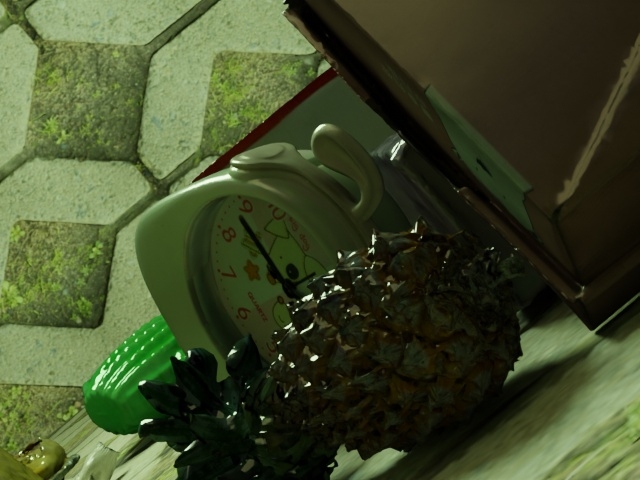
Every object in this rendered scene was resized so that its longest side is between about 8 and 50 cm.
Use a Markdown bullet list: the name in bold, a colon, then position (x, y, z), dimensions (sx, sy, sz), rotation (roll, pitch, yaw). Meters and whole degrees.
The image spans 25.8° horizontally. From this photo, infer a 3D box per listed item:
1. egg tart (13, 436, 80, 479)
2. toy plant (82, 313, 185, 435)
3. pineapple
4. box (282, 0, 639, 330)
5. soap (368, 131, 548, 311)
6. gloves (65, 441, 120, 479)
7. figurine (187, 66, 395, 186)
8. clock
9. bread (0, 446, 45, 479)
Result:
- **egg tart**: position (-0.257, 0.237, 0.996), dimensions (0.234, 0.094, 0.234), rotation (-40, 1, 1)
- **toy plant**: position (-0.128, 0.109, 1.384), dimensions (0.240, 0.088, 0.154), rotation (-29, 12, -21)
- **pineapple**: position (0.005, 0.055, 0.595), dimensions (0.083, 0.103, 0.221), rotation (4, -29, -40)
- **box**: position (0.114, -0.112, 0.567), dimensions (0.215, 0.215, 0.086), rotation (-39, -34, 0)
- **soap**: position (0.165, -0.094, 0.757), dimensions (0.296, 0.107, 0.285), rotation (-39, 1, -3)
- **gloves**: position (-0.202, 0.207, 1.244), dimensions (0.081, 0.037, 0.044), rotation (-50, -21, -10)
- **figurine**: position (0.000, 0.000, 1.072), dimensions (0.183, 0.160, 0.226), rotation (-40, -6, -13)
- **clock**: position (-0.009, 0.021, 0.729), dimensions (0.062, 0.151, 0.191), rotation (-30, 0, -41)
- **bread**: position (-0.182, 0.161, 0.582), dimensions (0.197, 0.170, 0.197), rotation (-48, -5, -6)
